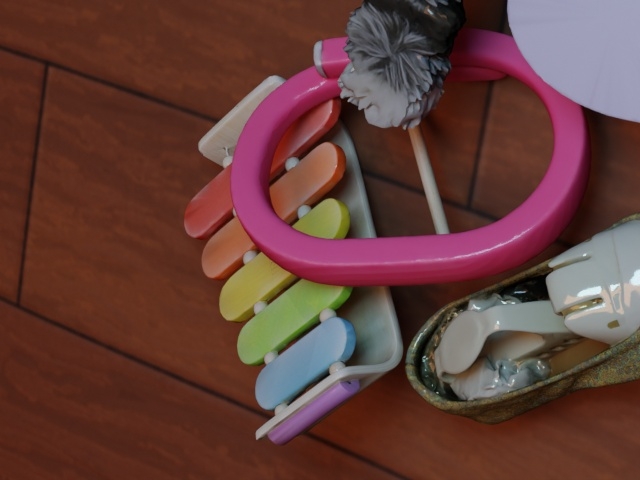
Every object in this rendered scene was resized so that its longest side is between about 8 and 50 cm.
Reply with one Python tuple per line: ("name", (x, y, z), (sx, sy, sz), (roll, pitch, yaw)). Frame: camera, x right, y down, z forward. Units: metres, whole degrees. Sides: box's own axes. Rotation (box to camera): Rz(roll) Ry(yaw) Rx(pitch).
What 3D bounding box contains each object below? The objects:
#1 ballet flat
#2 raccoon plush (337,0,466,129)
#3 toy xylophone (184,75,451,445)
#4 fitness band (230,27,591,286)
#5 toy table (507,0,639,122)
("ballet flat", (0.190, 0.056, 1.488), (0.348, 0.123, 0.123), (-32, 78, 47))
("raccoon plush", (0.112, -0.342, 1.473), (0.216, 0.299, 0.446), (34, 137, 17))
("toy xylophone", (0.000, 0.000, 1.634), (0.236, 0.081, 0.323), (-46, 46, 29))
("fitness band", (0.068, -0.066, 1.547), (0.290, 0.054, 0.209), (-3, 63, 17))
("toy table", (0.288, -0.172, 1.381), (0.274, 0.161, 0.252), (14, 107, 36))
